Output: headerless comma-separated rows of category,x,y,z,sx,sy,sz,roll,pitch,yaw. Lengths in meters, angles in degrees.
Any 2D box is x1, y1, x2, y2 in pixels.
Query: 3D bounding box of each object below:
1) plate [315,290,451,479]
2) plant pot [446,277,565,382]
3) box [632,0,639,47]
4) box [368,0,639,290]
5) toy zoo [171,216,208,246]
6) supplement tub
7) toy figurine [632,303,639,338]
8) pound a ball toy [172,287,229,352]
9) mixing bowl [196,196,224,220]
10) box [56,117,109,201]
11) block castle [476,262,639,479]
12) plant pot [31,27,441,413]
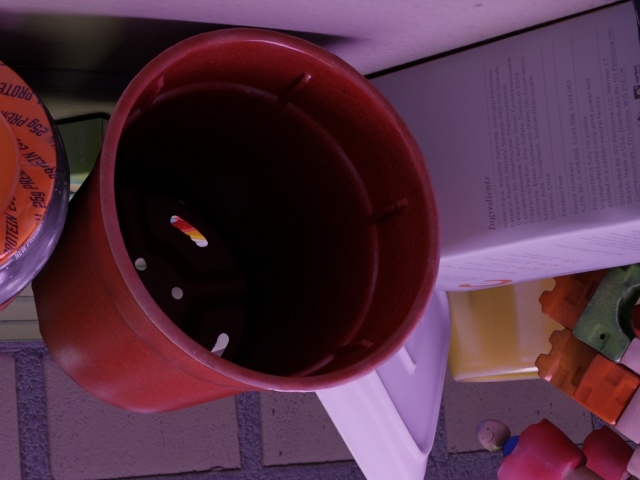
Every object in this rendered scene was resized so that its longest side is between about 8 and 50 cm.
plate,0.064,0.077,1.440,0.045,0.277,0.278,-7,134,23
plant pot,0.214,0.030,1.668,0.254,0.239,0.254,-4,172,0
box,0.396,-0.048,1.065,0.296,0.294,0.182,1,170,-34
box,0.190,-0.064,1.273,0.345,0.168,0.215,-12,168,40
toy zoo,-0.191,-0.020,1.832,0.192,0.030,0.293,-11,169,36
supplement tub,-0.305,-0.027,1.155,0.207,0.207,0.338,-1,170,-19
toy figurine,0.432,0.044,1.938,0.209,0.213,0.148,-10,-175,35
pound a ball toy,-0.130,0.066,2.205,0.208,0.136,0.319,-28,-178,-26
mixing bowl,-0.065,-0.065,1.386,0.181,0.098,0.181,-3,171,-1
box,-0.291,-0.052,1.492,0.322,0.059,0.232,-9,170,22
block castle,0.359,0.085,1.494,0.213,0.453,0.303,34,-171,26
plant pot,-0.090,0.013,1.191,0.272,0.272,0.265,1,162,-29
